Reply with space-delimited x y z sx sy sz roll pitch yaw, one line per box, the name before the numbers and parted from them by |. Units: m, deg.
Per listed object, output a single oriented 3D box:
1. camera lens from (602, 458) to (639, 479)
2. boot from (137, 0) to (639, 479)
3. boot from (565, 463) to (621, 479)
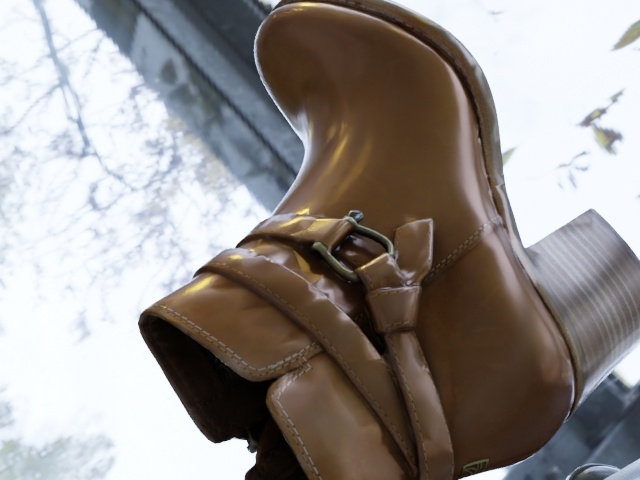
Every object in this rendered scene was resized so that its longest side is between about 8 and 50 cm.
camera lens | 0.182 0.227 0.613 0.219 0.219 0.274 51 -47 7
boot | 0.000 0.000 0.590 0.283 0.220 0.109 51 -34 18
boot | 0.318 0.226 1.028 0.190 0.076 0.208 24 -21 4
